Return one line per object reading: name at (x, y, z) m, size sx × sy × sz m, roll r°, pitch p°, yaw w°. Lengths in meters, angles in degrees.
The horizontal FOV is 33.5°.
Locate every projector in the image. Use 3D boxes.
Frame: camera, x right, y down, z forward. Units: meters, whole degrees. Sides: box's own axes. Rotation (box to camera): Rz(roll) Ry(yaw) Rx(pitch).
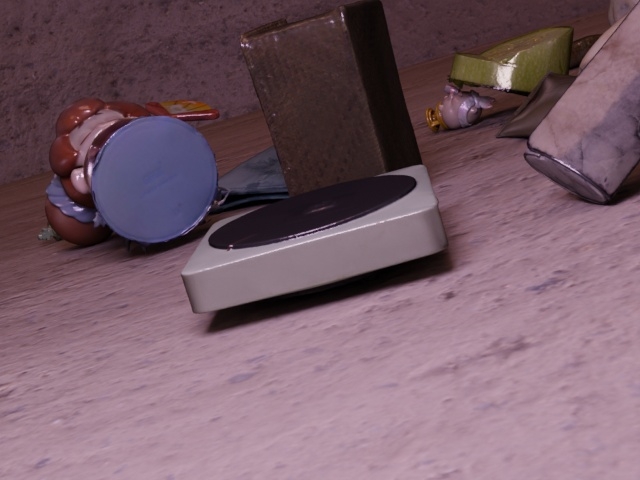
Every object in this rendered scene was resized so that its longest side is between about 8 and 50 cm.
projector at (0.000, 0.000, 1.124) m, size 0.259 × 0.079 × 0.257 m, roll -14°, pitch 12°, yaw 6°

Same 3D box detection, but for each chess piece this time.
chess piece at (-0.459, -0.035, 1.967) m, size 0.149 × 0.059 × 0.059 m, roll -31°, pitch 18°, yaw -32°

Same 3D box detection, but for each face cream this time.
face cream at (0.352, -0.193, 1.542) m, size 0.137 × 0.084 × 0.341 m, roll -51°, pitch 13°, yaw 1°

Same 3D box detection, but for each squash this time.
squash at (0.333, -0.313, 1.869) m, size 0.220 × 0.133 × 0.220 m, roll 3°, pitch 15°, yaw -1°

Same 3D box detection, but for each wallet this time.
wallet at (-0.029, -0.114, 1.758) m, size 0.290 × 0.054 × 0.251 m, roll 0°, pitch 24°, yaw 39°

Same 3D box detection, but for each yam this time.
yam at (0.637, -0.431, 2.323) m, size 0.253 × 0.061 × 0.061 m, roll -16°, pitch 12°, yaw -6°

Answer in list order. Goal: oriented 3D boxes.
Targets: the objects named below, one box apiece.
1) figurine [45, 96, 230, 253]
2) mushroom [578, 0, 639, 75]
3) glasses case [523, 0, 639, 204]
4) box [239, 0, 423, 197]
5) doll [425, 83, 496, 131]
figurine at (-0.293, -0.110, 1.662) m, size 0.277 × 0.248 × 0.388 m, roll -32°, pitch 27°, yaw -18°
mushroom at (0.538, -0.334, 1.602) m, size 0.336 × 0.314 × 0.314 m, roll -47°, pitch 21°, yaw -14°
glasses case at (0.350, -0.178, 1.133) m, size 0.114 × 0.060 × 0.299 m, roll 34°, pitch 80°, yaw 31°
box at (0.025, -0.165, 1.376) m, size 0.143 × 0.273 × 0.184 m, roll -12°, pitch 13°, yaw 21°
doll at (0.250, -0.245, 1.907) m, size 0.127 × 0.084 × 0.073 m, roll -18°, pitch 10°, yaw 30°
